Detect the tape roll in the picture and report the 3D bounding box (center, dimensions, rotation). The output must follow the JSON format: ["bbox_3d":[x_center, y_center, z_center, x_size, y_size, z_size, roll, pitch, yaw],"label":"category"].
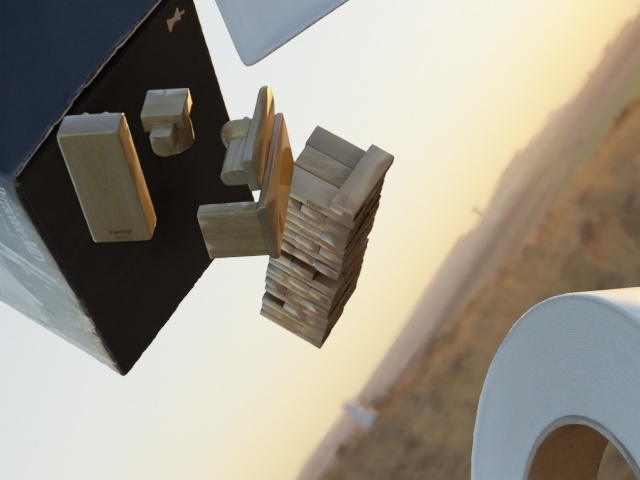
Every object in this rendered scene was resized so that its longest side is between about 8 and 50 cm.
[{"bbox_3d":[0.227,0.228,1.083,0.392,0.072,0.391,177,90,-69],"label":"tape roll"}]

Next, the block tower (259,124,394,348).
[{"bbox_3d":[0.000,0.000,1.679,0.091,0.097,0.335,-57,-8,-28],"label":"block tower"}]

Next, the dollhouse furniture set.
[{"bbox_3d":[-0.113,-0.075,1.224,0.123,0.151,0.144,-81,-16,-46],"label":"dollhouse furniture set"}]

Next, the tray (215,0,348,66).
[{"bbox_3d":[0.024,-0.264,1.193,0.270,0.145,0.030,-31,-22,21],"label":"tray"}]

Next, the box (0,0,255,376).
[{"bbox_3d":[-0.370,-0.153,1.682,0.297,0.472,0.480,-56,-21,-20],"label":"box"}]
